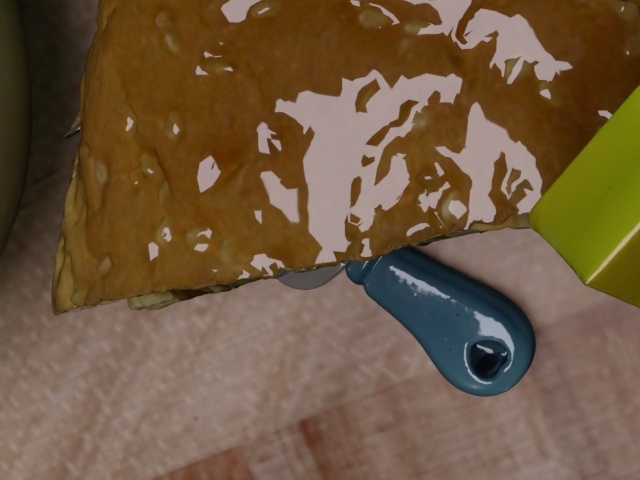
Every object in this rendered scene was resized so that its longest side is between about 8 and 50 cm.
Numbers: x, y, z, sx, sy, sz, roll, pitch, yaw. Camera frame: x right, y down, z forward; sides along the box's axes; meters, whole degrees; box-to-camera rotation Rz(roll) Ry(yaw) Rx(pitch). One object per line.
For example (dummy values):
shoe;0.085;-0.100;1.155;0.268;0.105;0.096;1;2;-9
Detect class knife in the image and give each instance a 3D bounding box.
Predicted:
knife;0.000;0.002;0.599;0.244;0.032;0.058;32;111;11

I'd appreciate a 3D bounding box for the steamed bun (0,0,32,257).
steamed bun;-0.299;-0.082;0.544;0.374;0.241;0.374;6;111;15

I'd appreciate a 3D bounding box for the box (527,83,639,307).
box;0.202;-0.020;0.427;0.153;0.279;0.041;-51;49;16

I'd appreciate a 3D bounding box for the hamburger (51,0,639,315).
hamburger;0.013;-0.093;0.500;0.330;0.162;0.209;-16;90;16
